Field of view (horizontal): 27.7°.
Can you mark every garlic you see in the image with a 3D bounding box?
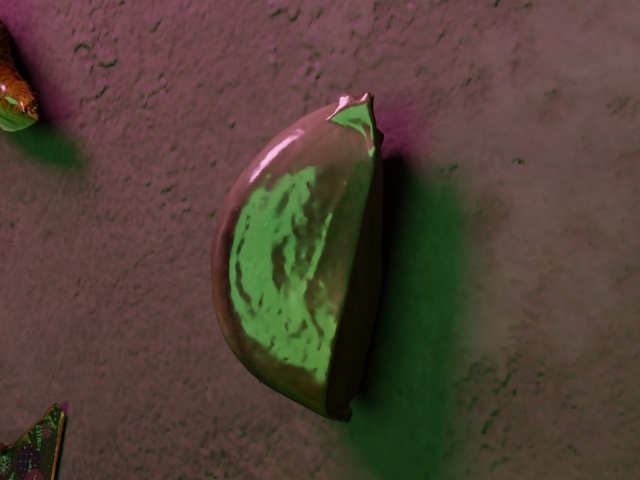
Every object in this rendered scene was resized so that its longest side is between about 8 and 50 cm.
[{"bbox_3d":[-0.013,0.006,0.794,0.101,0.087,0.196,9,91,26],"label":"garlic"}]

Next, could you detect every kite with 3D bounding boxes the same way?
[{"bbox_3d":[-0.279,0.259,1.039,0.321,0.016,0.234,-39,65,32],"label":"kite"}]

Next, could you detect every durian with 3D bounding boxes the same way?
[{"bbox_3d":[-0.277,-0.159,1.013,0.224,0.078,0.140,35,154,23],"label":"durian"}]
